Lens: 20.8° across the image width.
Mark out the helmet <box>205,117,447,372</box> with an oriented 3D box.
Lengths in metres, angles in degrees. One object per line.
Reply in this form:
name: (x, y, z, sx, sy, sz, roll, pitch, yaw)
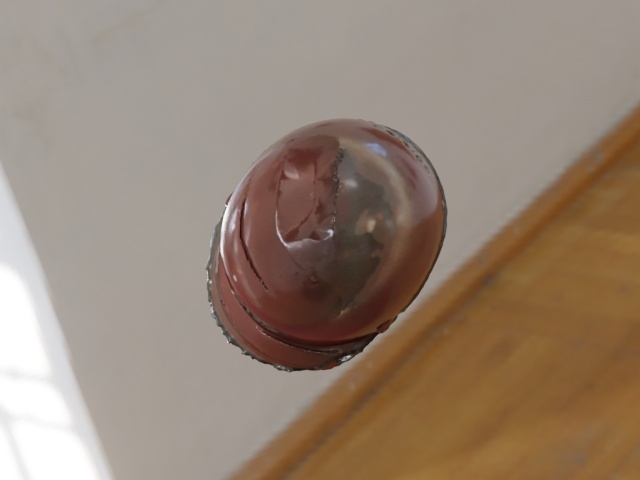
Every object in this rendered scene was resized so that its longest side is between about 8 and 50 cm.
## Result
helmet: (-0.001, 0.001, 0.512, 0.084, 0.065, 0.049, -55, -5, 2)
